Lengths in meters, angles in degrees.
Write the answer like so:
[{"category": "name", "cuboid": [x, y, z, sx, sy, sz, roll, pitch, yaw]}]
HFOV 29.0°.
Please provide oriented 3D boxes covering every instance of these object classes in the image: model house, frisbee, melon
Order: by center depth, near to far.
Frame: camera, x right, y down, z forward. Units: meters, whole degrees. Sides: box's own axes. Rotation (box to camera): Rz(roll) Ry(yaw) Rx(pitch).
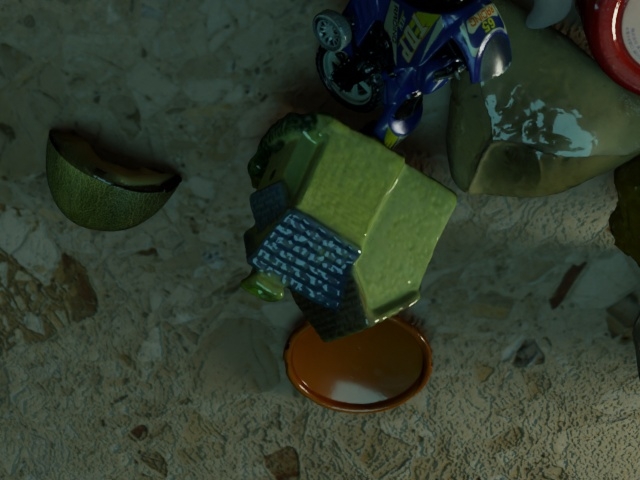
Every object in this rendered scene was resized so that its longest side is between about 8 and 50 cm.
[{"category": "model house", "cuboid": [0.000, 0.000, 1.330, 0.214, 0.189, 0.195, 30, 153, -24]}, {"category": "melon", "cuboid": [-0.250, -0.050, 1.419, 0.160, 0.079, 0.128, 19, 126, -11]}, {"category": "frisbee", "cuboid": [0.048, 0.149, 1.587, 0.192, 0.035, 0.192, 2, 130, 3]}]

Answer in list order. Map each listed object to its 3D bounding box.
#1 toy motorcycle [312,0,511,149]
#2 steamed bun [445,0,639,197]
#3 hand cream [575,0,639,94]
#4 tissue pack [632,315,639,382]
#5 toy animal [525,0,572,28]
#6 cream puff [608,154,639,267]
[{"category": "toy motorcycle", "cuboid": [0.091, -0.190, 1.212, 0.169, 0.113, 0.315, 48, 150, 5]}, {"category": "steamed bun", "cuboid": [0.208, -0.113, 1.288, 0.231, 0.110, 0.212, 36, 137, 6]}, {"category": "hand cream", "cuboid": [0.344, -0.242, 1.196, 0.193, 0.125, 0.193, 2, 127, 2]}, {"category": "tissue pack", "cuboid": [0.552, 0.171, 1.441, 0.338, 0.242, 0.160, 14, 126, -8]}, {"category": "toy animal", "cuboid": [0.233, -0.279, 1.126, 0.131, 0.221, 0.103, -20, 81, 9]}, {"category": "cream puff", "cuboid": [0.425, -0.037, 1.305, 0.244, 0.196, 0.244, 6, 110, 16]}]
